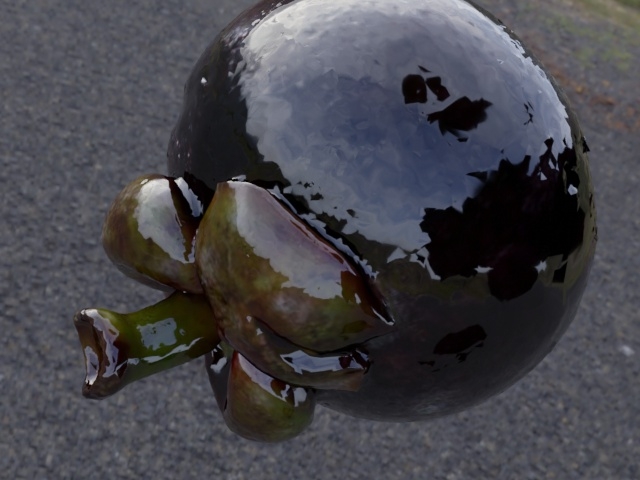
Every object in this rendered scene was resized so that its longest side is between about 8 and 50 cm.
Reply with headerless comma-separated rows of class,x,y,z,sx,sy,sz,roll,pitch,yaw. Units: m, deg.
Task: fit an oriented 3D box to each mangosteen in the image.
mangosteen,0.000,0.000,0.470,0.250,0.211,0.211,-34,54,-15
